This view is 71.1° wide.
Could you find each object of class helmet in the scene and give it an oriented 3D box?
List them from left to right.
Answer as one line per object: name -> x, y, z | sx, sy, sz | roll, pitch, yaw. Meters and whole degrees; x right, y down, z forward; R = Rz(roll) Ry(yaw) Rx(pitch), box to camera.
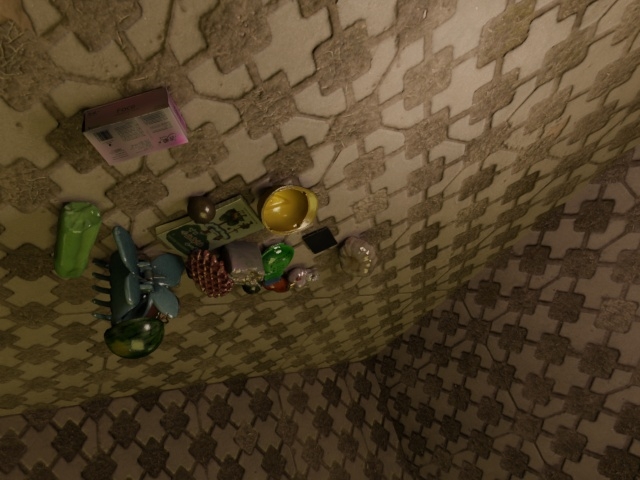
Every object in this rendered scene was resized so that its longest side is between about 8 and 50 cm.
helmet -> -0.152, -0.138, 1.758 | 0.257, 0.140, 0.205 | -5, 116, -39

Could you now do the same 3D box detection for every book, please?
book -> -0.443, -0.046, 1.836 | 0.371, 0.043, 0.260 | -22, 151, 5

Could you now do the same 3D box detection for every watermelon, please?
watermelon -> -0.691, 0.378, 1.701 | 0.232, 0.127, 0.204 | -7, 146, -25
watermelon -> -0.340, 0.215, 2.241 | 0.105, 0.105, 0.133 | -7, 169, -20

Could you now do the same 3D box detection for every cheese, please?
cheese -> -0.223, 0.119, 2.165 | 0.204, 0.083, 0.320 | -18, 147, -24

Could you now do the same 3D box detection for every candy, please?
candy -> -0.869, 0.008, 1.593 | 0.132, 0.142, 0.343 | -10, 152, -40
candy -> -0.348, 0.105, 1.996 | 0.185, 0.195, 0.137 | 9, 135, -32

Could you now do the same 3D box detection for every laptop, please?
laptop -> 0.000, 0.000, 2.185 | 0.135, 0.016, 0.197 | -23, 151, 5

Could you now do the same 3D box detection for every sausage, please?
sausage -> -0.228, 0.228, 2.353 | 0.179, 0.089, 0.089 | 13, 137, -40

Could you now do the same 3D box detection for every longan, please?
longan -> -0.445, -0.108, 1.673 | 0.106, 0.106, 0.119 | -2, 129, -27

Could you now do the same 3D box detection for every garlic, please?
garlic -> 0.205, 0.062, 2.277 | 0.218, 0.218, 0.212 | -50, 175, 41

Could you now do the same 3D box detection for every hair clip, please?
hair clip -> -0.746, 0.179, 1.774 | 0.239, 0.318, 0.392 | -25, 151, 14

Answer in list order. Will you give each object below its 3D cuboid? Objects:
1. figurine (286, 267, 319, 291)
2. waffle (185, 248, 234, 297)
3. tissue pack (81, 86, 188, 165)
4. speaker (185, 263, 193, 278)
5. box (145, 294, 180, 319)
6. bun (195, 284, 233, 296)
figurine -> -0.099, 0.196, 2.358 | 0.229, 0.111, 0.137 | -2, 151, -49
waffle -> -0.478, 0.142, 1.905 | 0.221, 0.234, 0.055 | -24, -168, 40
tissue pack -> -0.528, -0.324, 1.290 | 0.247, 0.092, 0.148 | -17, 148, -2
speaker -> -0.559, 0.122, 2.010 | 0.095, 0.075, 0.060 | -36, 147, 10
box -> -0.764, 0.314, 2.142 | 0.151, 0.151, 0.135 | -33, 155, 22
bun -> -0.488, 0.198, 2.120 | 0.223, 0.127, 0.222 | -13, 151, -7
